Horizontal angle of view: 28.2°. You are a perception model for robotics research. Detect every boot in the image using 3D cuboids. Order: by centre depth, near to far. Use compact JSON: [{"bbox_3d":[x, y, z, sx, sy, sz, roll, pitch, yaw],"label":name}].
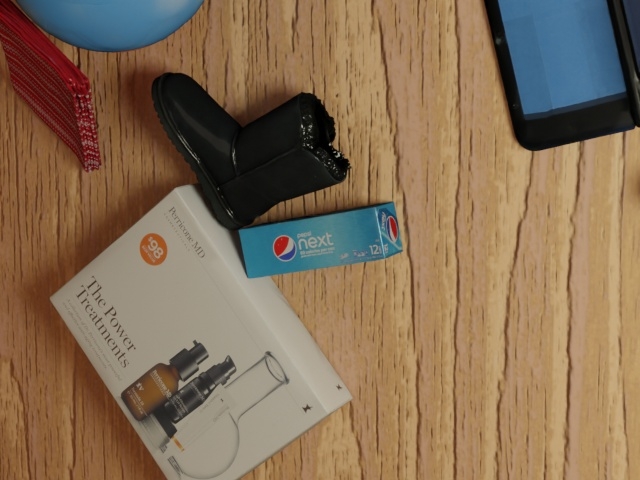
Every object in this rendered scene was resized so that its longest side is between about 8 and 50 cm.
[{"bbox_3d":[-0.090,-0.154,1.714,0.207,0.094,0.246,-27,93,30],"label":"boot"}]

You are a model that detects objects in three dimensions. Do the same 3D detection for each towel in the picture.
[{"bbox_3d":[-0.385,-0.217,1.779,0.031,0.275,0.199,-40,77,-19],"label":"towel"}]

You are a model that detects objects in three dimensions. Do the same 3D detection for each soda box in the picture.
[{"bbox_3d":[0.000,0.000,1.714,0.210,0.067,0.071,-9,94,26],"label":"soda box"}]

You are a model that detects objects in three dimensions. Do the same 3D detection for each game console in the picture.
[{"bbox_3d":[0.301,-0.261,1.476,0.173,0.250,0.293,-14,93,0],"label":"game console"}]

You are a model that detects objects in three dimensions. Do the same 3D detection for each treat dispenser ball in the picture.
[{"bbox_3d":[-0.275,-0.389,1.656,0.288,0.288,0.288,5,101,25],"label":"treat dispenser ball"}]

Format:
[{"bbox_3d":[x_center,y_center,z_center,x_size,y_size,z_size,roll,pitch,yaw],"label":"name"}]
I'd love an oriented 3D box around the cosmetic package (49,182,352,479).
[{"bbox_3d":[-0.175,0.151,1.811,0.284,0.097,0.377,-39,82,23],"label":"cosmetic package"}]
